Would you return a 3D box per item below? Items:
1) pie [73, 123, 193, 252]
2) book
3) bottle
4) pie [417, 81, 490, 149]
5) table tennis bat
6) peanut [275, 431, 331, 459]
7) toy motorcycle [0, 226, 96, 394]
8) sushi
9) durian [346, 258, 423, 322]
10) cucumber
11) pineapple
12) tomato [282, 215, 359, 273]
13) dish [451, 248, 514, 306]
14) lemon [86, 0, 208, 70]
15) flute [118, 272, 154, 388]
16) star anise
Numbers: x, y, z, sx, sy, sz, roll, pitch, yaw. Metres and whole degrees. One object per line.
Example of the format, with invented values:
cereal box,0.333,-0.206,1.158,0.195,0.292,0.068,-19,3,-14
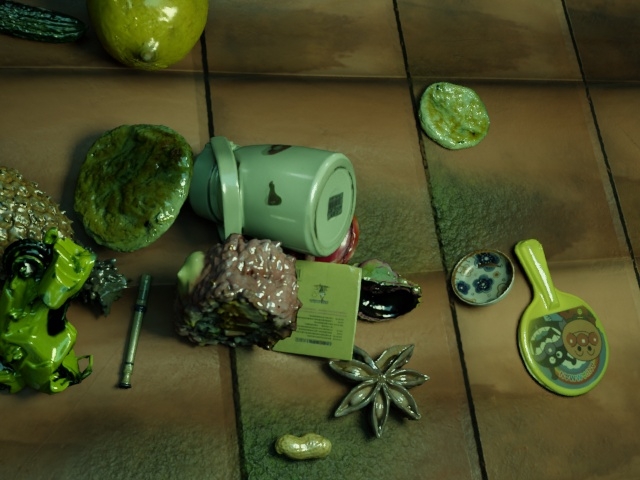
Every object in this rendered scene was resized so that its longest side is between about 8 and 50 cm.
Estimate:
pie,-0.377,-0.113,1.539,0.277,0.078,0.276,-9,64,19
book,-0.008,0.139,1.571,0.168,0.013,0.192,6,88,12
bottle,-0.128,-0.099,1.550,0.352,0.229,0.229,14,63,23
pie,0.324,-0.302,1.879,0.187,0.041,0.186,5,68,-14
table tennis bat,0.531,0.168,1.753,0.224,0.054,0.368,-13,78,-20
peanut,-0.033,0.402,1.513,0.113,0.054,0.053,3,69,-14
toy motorcycle,-0.489,0.152,1.372,0.206,0.342,0.142,14,26,-25
sushi,-0.164,0.095,1.473,0.237,0.270,0.170,17,62,-23
durian,0.119,0.101,1.657,0.187,0.119,0.108,12,30,-14
cucumber,-0.639,-0.471,1.665,0.265,0.077,0.077,13,67,-12
pineapple,-0.529,0.015,1.469,0.362,0.202,0.202,35,64,-21
tomato,0.000,0.000,1.652,0.189,0.099,0.173,9,79,27
dish,0.371,0.097,1.728,0.141,0.078,0.141,-15,53,21
lemon,-0.369,-0.501,1.649,0.258,0.258,0.310,1,64,-15
flute,-0.362,0.174,1.522,0.027,0.027,0.232,11,68,-11
star anise,0.119,0.305,1.578,0.212,0.073,0.196,3,66,-11
